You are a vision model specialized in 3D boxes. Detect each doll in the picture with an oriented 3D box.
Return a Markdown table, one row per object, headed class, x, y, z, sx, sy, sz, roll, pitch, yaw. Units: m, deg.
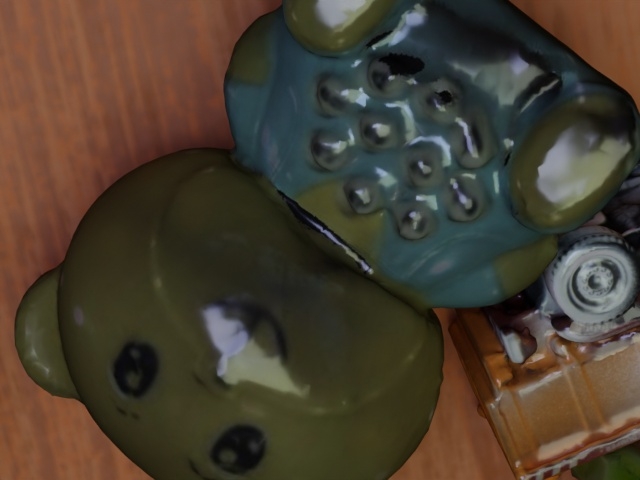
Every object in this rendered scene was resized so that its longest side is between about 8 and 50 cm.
| class | x | y | z | sx | sy | sz | roll | pitch | yaw |
| --- | --- | --- | --- | --- | --- | --- | --- | --- | --- |
| doll | 0.000 | 0.000 | 0.847 | 0.177 | 0.161 | 0.260 | 37 | 100 | -3 |

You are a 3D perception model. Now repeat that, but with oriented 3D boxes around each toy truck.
| class | x | y | z | sx | sy | sz | roll | pitch | yaw |
| --- | --- | --- | --- | --- | --- | --- | --- | --- | --- |
| toy truck | 0.193 | 0.013 | 0.917 | 0.270 | 0.114 | 0.135 | -23 | 115 | 1 |

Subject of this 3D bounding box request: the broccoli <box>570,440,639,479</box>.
| class | x | y | z | sx | sy | sz | roll | pitch | yaw |
| --- | --- | --- | --- | --- | --- | --- | --- | --- | --- |
| broccoli | 0.163 | 0.318 | 0.983 | 0.353 | 0.275 | 0.397 | -55 | 129 | -35 |
